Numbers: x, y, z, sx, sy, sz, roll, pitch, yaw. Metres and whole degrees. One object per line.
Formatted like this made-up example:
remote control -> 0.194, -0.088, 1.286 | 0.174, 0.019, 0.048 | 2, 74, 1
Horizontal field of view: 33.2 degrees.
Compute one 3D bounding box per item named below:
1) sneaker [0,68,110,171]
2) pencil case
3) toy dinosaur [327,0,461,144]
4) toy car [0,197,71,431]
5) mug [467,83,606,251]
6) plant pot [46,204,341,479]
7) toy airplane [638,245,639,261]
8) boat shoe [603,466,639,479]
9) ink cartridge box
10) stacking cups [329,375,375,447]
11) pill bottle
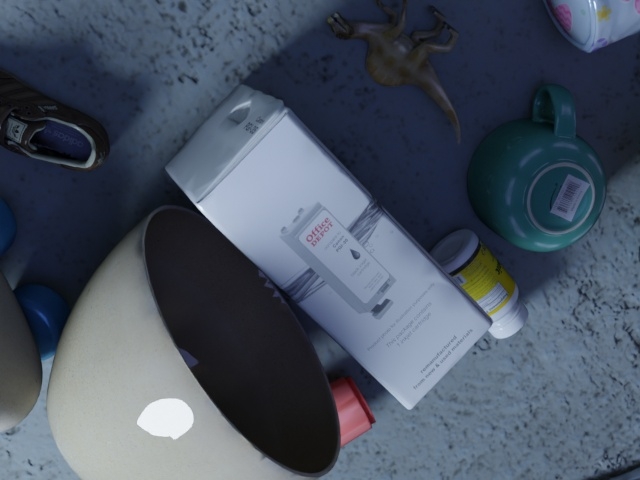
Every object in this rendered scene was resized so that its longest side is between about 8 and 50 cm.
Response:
sneaker -> -0.281, -0.115, 0.981 | 0.188, 0.071, 0.066 | 18, 101, -18
pencil case -> 0.354, -0.287, 1.064 | 0.273, 0.113, 0.124 | -23, 100, -6
toy dinosaur -> 0.093, -0.186, 1.073 | 0.183, 0.053, 0.093 | 37, 110, -13
toy car -> -0.394, 0.098, 0.978 | 0.237, 0.219, 0.210 | -18, 112, 22
mug -> 0.223, -0.066, 1.104 | 0.129, 0.097, 0.158 | -25, 110, -5
plant pot -> -0.140, 0.137, 0.999 | 0.191, 0.284, 0.284 | -34, 112, 15
toy airplane -> 0.533, -0.002, 1.069 | 0.384, 0.272, 0.386 | -35, 109, -35
boat shoe -> 0.394, 0.328, 1.270 | 0.302, 0.109, 0.094 | -10, 124, -1
ink cartridge box -> 0.000, 0.000, 1.010 | 0.117, 0.207, 0.283 | -46, 110, -2
stacking cups -> -0.092, 0.243, 1.120 | 0.316, 0.096, 0.096 | -32, 111, -4
pill bottle -> 0.169, 0.049, 1.142 | 0.065, 0.065, 0.116 | -41, 111, 0
